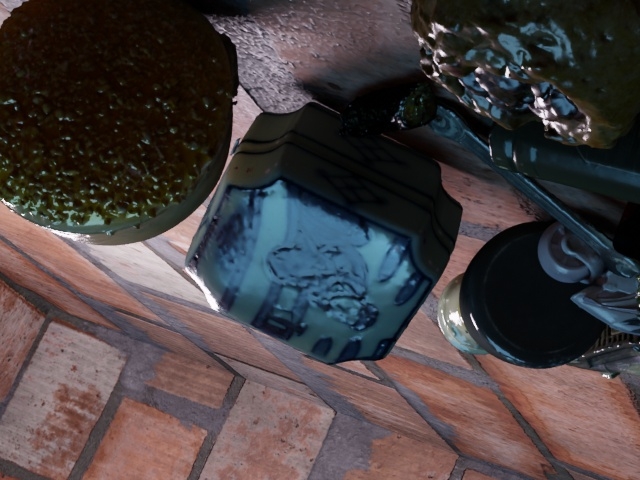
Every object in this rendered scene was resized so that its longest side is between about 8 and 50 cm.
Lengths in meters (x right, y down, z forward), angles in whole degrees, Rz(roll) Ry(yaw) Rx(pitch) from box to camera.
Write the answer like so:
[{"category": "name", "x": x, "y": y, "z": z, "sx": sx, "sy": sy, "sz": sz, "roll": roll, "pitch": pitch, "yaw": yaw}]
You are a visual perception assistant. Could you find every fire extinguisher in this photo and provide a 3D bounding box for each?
[{"category": "fire extinguisher", "x": 0.303, "y": -0.070, "z": 1.279, "sx": 0.311, "sy": 0.114, "sz": 0.095, "roll": 15, "pitch": 129, "yaw": 28}]

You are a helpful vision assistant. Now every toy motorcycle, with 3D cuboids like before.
[{"category": "toy motorcycle", "x": 0.362, "y": 0.056, "z": 1.628, "sx": 0.254, "sy": 0.112, "sz": 0.112, "roll": 22, "pitch": 165, "yaw": 6}]

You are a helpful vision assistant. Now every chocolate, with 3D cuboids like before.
[{"category": "chocolate", "x": 0.356, "y": -0.034, "z": 1.388, "sx": 0.125, "sy": 0.080, "sz": 0.149, "roll": 12, "pitch": 158, "yaw": 0}]

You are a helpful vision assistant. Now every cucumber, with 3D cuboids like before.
[{"category": "cucumber", "x": 0.068, "y": -0.138, "z": 1.539, "sx": 0.053, "sy": 0.053, "sz": 0.181, "roll": 30, "pitch": 167, "yaw": -22}]

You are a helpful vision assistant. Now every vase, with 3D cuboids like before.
[{"category": "vase", "x": 0.235, "y": 0.079, "z": 1.830, "sx": 0.173, "sy": 0.173, "sz": 0.321, "roll": 26, "pitch": 171, "yaw": -5}]

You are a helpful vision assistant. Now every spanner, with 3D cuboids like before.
[{"category": "spanner", "x": 0.228, "y": -0.055, "z": 1.541, "sx": 0.302, "sy": 0.017, "sz": 0.071, "roll": 37, "pitch": 165, "yaw": -7}]

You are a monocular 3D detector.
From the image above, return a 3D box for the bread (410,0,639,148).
[{"category": "bread", "x": 0.175, "y": -0.160, "z": 1.146, "sx": 0.230, "sy": 0.123, "sz": 0.230, "roll": 21, "pitch": 163, "yaw": 6}]

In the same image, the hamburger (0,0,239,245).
[{"category": "hamburger", "x": -0.231, "y": -0.138, "z": 1.537, "sx": 0.302, "sy": 0.302, "sz": 0.170, "roll": 21, "pitch": 158, "yaw": 14}]

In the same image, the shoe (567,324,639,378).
[{"category": "shoe", "x": 0.416, "y": 0.139, "z": 1.821, "sx": 0.149, "sy": 0.109, "sz": 0.293, "roll": 35, "pitch": 159, "yaw": -15}]

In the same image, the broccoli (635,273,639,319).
[{"category": "broccoli", "x": 0.427, "y": 0.070, "z": 1.471, "sx": 0.198, "sy": 0.226, "sz": 0.176, "roll": 6, "pitch": 156, "yaw": -27}]

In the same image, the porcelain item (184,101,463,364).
[{"category": "porcelain item", "x": 0.000, "y": 0.000, "z": 1.716, "sx": 0.286, "sy": 0.157, "sz": 0.281, "roll": 27, "pitch": 137, "yaw": -5}]
